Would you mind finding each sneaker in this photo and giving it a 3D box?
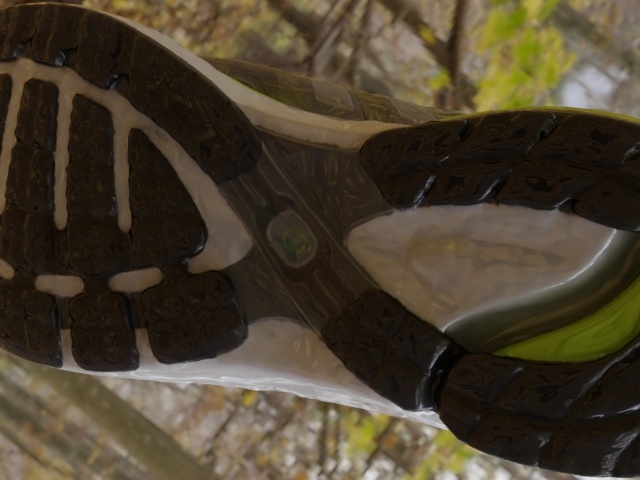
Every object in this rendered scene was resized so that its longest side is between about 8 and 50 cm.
[{"bbox_3d":[0.000,0.000,0.441,0.121,0.299,0.111,7,99,-65],"label":"sneaker"}]
